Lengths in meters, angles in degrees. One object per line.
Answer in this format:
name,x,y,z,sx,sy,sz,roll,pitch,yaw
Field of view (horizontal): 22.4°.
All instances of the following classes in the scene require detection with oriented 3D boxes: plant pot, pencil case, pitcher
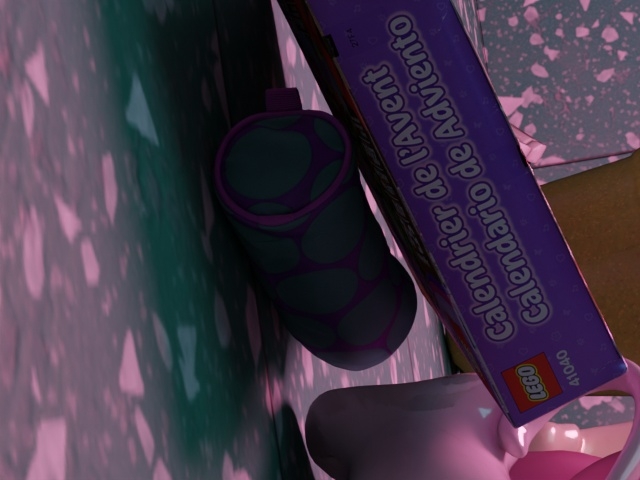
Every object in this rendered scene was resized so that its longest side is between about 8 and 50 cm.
plant pot,0.247,0.044,1.538,0.276,0.254,0.276,-9,90,-79
pencil case,0.000,0.000,0.748,0.151,0.064,0.070,64,29,-57
pitcher,0.072,0.142,0.704,0.125,0.178,0.207,54,23,-32

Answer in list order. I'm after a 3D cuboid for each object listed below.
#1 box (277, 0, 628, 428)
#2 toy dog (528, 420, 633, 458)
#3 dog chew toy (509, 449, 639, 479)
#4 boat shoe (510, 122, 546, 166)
box,0.048,-0.045,0.772,0.201,0.057,0.293,63,1,-9
toy dog,0.241,0.365,1.217,0.395,0.284,0.408,-52,-133,50
dog chew toy,0.168,0.194,0.802,0.332,0.206,0.206,-30,-118,55
boat shoe,0.115,-0.064,1.336,0.091,0.114,0.302,-62,158,9
